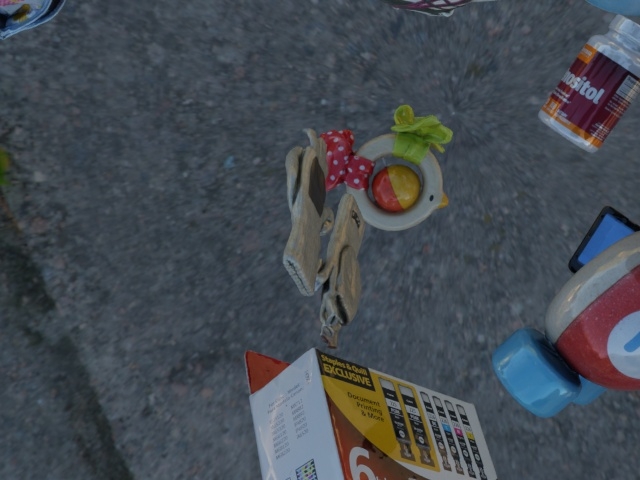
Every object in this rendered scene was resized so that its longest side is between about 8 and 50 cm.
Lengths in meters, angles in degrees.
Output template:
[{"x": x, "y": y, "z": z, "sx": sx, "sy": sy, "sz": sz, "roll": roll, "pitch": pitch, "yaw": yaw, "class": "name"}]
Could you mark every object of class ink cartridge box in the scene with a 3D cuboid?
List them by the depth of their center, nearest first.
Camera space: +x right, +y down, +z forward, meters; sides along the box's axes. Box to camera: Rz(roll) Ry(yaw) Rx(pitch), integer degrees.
[{"x": 0.070, "y": 0.256, "z": 1.301, "sx": 0.130, "sy": 0.309, "sz": 0.272, "roll": -39, "pitch": 47, "yaw": 29, "class": "ink cartridge box"}]

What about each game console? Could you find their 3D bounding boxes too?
[{"x": 0.418, "y": 0.016, "z": 1.409, "sx": 0.071, "sy": 0.107, "sz": 0.122, "roll": 48, "pitch": 65, "yaw": -25, "class": "game console"}]

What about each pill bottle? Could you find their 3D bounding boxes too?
[{"x": 0.335, "y": -0.188, "z": 1.239, "sx": 0.086, "sy": 0.086, "sz": 0.152, "roll": 33, "pitch": 105, "yaw": 2, "class": "pill bottle"}]

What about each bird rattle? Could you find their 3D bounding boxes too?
[{"x": 0.108, "y": -0.115, "z": 1.752, "sx": 0.253, "sy": 0.143, "sz": 0.207, "roll": -24, "pitch": 94, "yaw": -1, "class": "bird rattle"}]

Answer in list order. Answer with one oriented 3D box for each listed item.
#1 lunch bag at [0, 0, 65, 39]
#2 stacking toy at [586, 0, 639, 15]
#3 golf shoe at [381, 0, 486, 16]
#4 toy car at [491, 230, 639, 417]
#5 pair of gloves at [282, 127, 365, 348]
[{"x": -0.144, "y": -0.150, "z": 0.518, "sx": 0.053, "sy": 0.071, "sz": 0.083, "roll": 20, "pitch": 144, "yaw": -18, "class": "lunch bag"}, {"x": 0.199, "y": -0.336, "z": 0.872, "sx": 0.308, "sy": 0.130, "sz": 0.280, "roll": 19, "pitch": 71, "yaw": 1, "class": "stacking toy"}, {"x": 0.198, "y": -0.392, "z": 1.549, "sx": 0.272, "sy": 0.120, "sz": 0.105, "roll": 11, "pitch": 75, "yaw": 30, "class": "golf shoe"}, {"x": 0.308, "y": 0.110, "z": 0.832, "sx": 0.219, "sy": 0.210, "sz": 0.238, "roll": -46, "pitch": 67, "yaw": 20, "class": "toy car"}, {"x": 0.000, "y": 0.000, "z": 1.259, "sx": 0.042, "sy": 0.240, "sz": 0.204, "roll": -5, "pitch": 59, "yaw": 17, "class": "pair of gloves"}]
